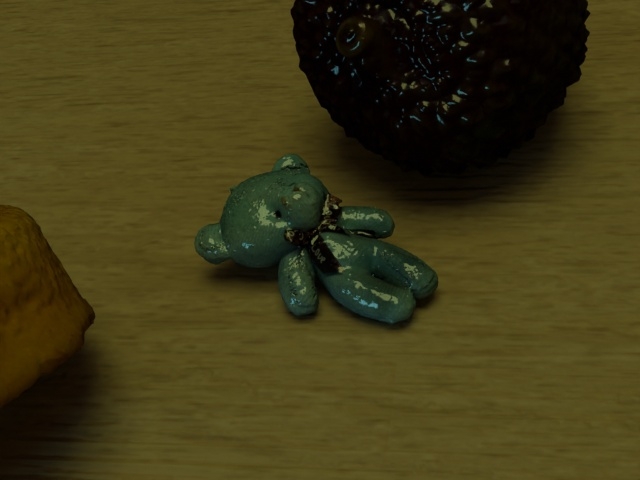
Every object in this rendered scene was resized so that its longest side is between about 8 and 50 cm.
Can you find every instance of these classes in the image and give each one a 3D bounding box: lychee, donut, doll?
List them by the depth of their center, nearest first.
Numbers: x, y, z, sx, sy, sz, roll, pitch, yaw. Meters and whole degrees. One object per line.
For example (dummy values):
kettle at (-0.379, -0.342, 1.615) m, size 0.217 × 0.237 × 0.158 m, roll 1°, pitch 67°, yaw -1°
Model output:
donut at (-0.305, 0.061, 0.692) m, size 0.303 × 0.110 × 0.303 m, roll -16°, pitch 14°, yaw 4°
doll at (-0.001, -0.004, 0.800) m, size 0.180 × 0.075 × 0.120 m, roll 25°, pitch 55°, yaw 33°
lychee at (0.103, -0.173, 0.869) m, size 0.271 × 0.236 × 0.236 m, roll -19°, pitch 38°, yaw -41°
